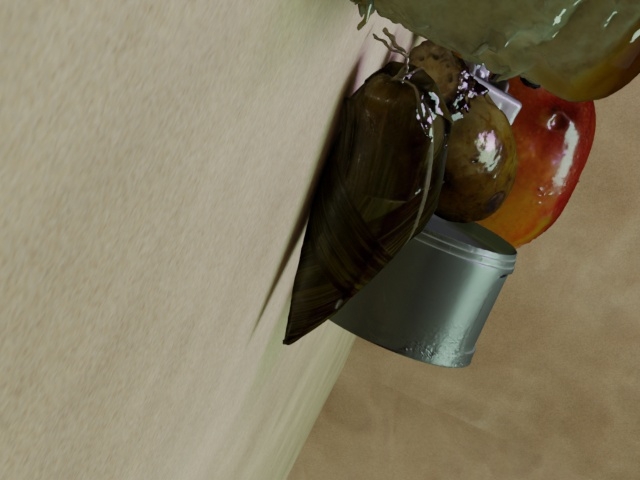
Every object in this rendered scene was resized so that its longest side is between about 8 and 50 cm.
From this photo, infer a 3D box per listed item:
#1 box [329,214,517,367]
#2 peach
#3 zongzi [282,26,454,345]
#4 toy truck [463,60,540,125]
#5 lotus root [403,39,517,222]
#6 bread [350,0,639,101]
[{"bbox_3d":[0.108,0.037,1.420,0.226,0.226,0.149,-41,155,-77],"label":"box"},{"bbox_3d":[0.281,-0.162,1.884,0.372,0.290,0.372,-154,-90,-87],"label":"peach"},{"bbox_3d":[0.034,-0.031,1.102,0.241,0.111,0.247,-57,167,-20],"label":"zongzi"},{"bbox_3d":[0.242,-0.283,1.458,0.286,0.136,0.111,-63,-153,5],"label":"toy truck"},{"bbox_3d":[0.146,-0.106,1.353,0.141,0.169,0.314,-37,149,1],"label":"lotus root"},{"bbox_3d":[0.162,-0.233,0.789,0.279,0.225,0.250,-64,178,-70],"label":"bread"}]
